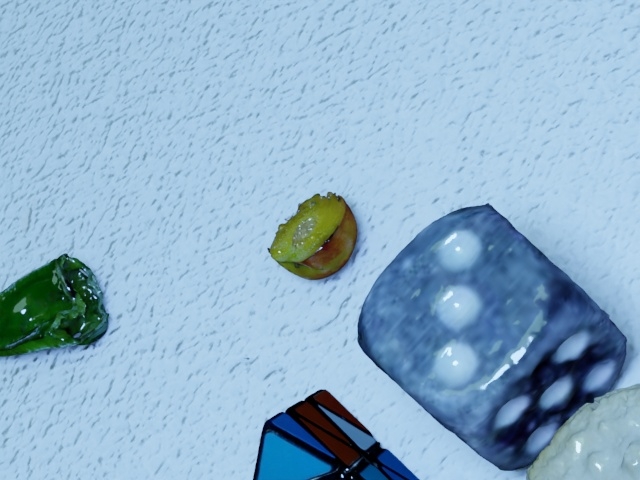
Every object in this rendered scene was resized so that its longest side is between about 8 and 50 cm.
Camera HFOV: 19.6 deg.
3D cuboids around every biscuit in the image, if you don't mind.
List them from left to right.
[{"bbox_3d":[0.258,0.235,1.639,0.281,0.084,0.179,-51,48,9],"label":"biscuit"}]

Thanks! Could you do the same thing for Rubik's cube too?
[{"bbox_3d":[-0.010,0.198,1.766,0.284,0.250,0.234,-21,33,14],"label":"Rubik's cube"}]

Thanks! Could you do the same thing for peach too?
[{"bbox_3d":[-0.001,0.001,1.917,0.098,0.061,0.098,-27,35,21],"label":"peach"}]

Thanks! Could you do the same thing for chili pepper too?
[{"bbox_3d":[-0.334,0.085,2.070,0.216,0.062,0.108,-13,56,25],"label":"chili pepper"}]

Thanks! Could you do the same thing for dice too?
[{"bbox_3d":[0.159,0.090,1.710,0.183,0.181,0.182,-47,53,1],"label":"dice"}]
